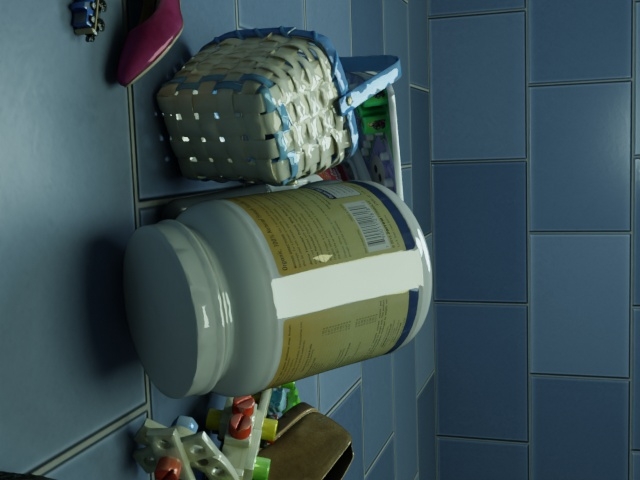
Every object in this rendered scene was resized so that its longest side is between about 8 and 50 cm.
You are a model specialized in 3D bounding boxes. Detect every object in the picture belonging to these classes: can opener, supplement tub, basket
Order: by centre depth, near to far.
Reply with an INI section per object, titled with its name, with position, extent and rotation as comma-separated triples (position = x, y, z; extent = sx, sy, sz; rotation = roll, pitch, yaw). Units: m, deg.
[supplement tub]
position = -0.050, 0.055, 0.971
extent = 0.316, 0.228, 0.228
rotation = -10, 102, -34
[can opener]
position = -0.079, -0.049, 1.104
extent = 0.280, 0.093, 0.074
rotation = -14, 72, -37
[basket]
position = -0.060, -0.191, 1.106
extent = 0.289, 0.255, 0.201
rotation = -46, 131, -40

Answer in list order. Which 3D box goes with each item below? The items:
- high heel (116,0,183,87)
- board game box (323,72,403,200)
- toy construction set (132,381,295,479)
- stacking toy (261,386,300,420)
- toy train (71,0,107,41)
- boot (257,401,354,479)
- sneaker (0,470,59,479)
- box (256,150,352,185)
[high heel]
position = -0.207, -0.296, 0.958
extent = 0.117, 0.082, 0.244
rotation = 38, 62, -28
[board game box]
position = 0.052, -0.103, 1.440
extent = 0.390, 0.050, 0.389
rotation = -133, -146, -66
[toy construction set]
position = -0.113, 0.222, 1.083
extent = 0.327, 0.151, 0.215
rotation = -55, 160, -51
[stacking toy]
position = -0.090, 0.293, 1.329
extent = 0.167, 0.052, 0.221
rotation = 73, 22, -44
[toy train]
position = -0.245, -0.291, 0.874
extent = 0.036, 0.027, 0.158
rotation = 19, 71, -67
[boot]
position = -0.069, 0.358, 1.171
extent = 0.305, 0.115, 0.112
rotation = -40, 139, -36
[sneaker]
position = -0.242, 0.305, 0.773
extent = 0.286, 0.109, 0.130
rotation = 61, 40, -53
[box]
position = 0.000, 0.000, 1.267
extent = 0.123, 0.128, 0.256
rotation = 18, 42, -46
